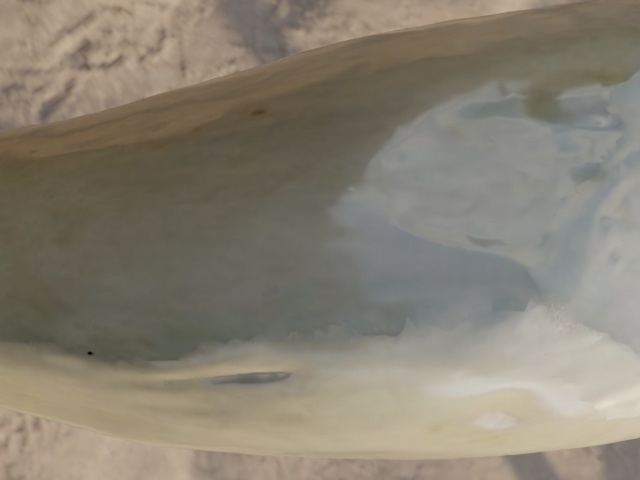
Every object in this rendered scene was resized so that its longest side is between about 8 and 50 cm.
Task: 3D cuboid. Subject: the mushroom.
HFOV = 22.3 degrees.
[{"bbox_3d":[0.000,0.000,0.455,0.350,0.128,0.128,-1,112,7],"label":"mushroom"}]
